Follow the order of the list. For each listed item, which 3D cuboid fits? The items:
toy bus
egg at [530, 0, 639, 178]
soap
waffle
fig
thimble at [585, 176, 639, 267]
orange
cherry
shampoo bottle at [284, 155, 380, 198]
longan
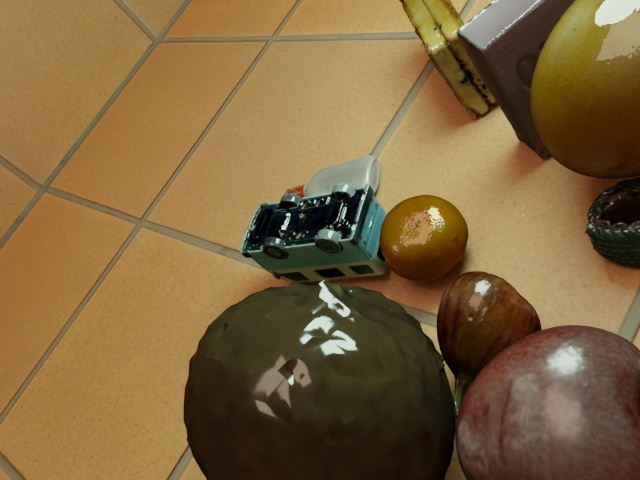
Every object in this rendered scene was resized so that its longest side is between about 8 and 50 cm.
[{"bbox_3d":[0.000,0.000,1.413,0.271,0.165,0.133,-7,51,37],"label":"toy bus"},{"bbox_3d":[0.467,-0.248,1.078,0.351,0.282,0.282,-45,39,3],"label":"egg"},{"bbox_3d":[0.418,-0.330,1.254,0.296,0.285,0.107,-39,39,9],"label":"soap"},{"bbox_3d":[0.258,-0.410,1.514,0.091,0.213,0.308,-31,42,18],"label":"waffle"},{"bbox_3d":[0.241,0.148,1.104,0.148,0.149,0.202,33,110,50],"label":"fig"},{"bbox_3d":[0.470,-0.029,1.097,0.135,0.090,0.119,-5,51,41],"label":"thimble"},{"bbox_3d":[0.181,-0.002,1.297,0.156,0.124,0.156,-10,63,20],"label":"orange"},{"bbox_3d":[0.295,0.236,0.922,0.307,0.221,0.261,-27,43,42],"label":"cherry"},{"bbox_3d":[0.022,-0.114,1.584,0.220,0.051,0.108,-12,52,33],"label":"shampoo bottle"},{"bbox_3d":[0.006,0.235,1.044,0.391,0.391,0.391,-23,44,24],"label":"longan"}]
